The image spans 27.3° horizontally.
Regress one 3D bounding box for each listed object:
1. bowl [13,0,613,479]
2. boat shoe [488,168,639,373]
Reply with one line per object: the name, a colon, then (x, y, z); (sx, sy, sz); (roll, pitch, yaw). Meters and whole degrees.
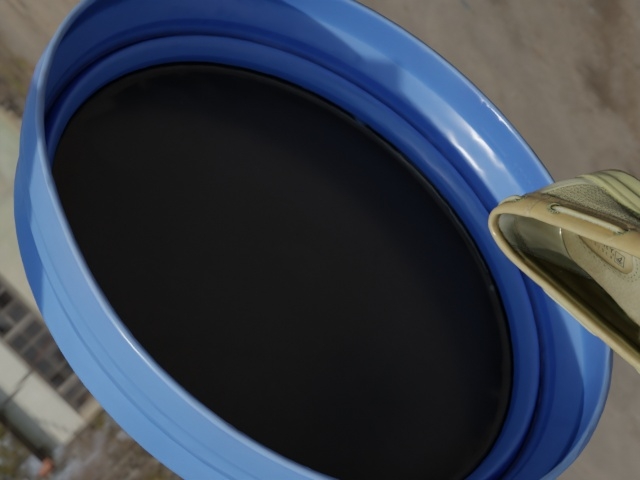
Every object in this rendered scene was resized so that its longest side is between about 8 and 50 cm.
bowl: (0.000, 0.000, 0.794); (0.391, 0.391, 0.077); (45, 130, 4)
boat shoe: (0.111, 0.025, 0.415); (0.153, 0.048, 0.056); (-128, 36, -47)
